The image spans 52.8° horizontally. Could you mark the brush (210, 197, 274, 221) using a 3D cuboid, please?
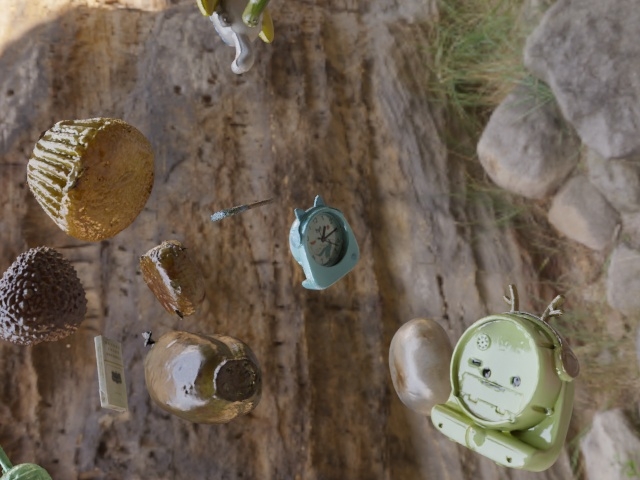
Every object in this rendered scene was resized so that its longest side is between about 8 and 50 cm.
[{"bbox_3d":[-0.182,-0.080,1.589,0.196,0.070,0.021,-19,-87,-47],"label":"brush"}]

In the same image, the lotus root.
[{"bbox_3d":[-0.162,0.185,0.875,0.241,0.124,0.122,0,91,58],"label":"lotus root"}]

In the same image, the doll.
[{"bbox_3d":[-0.197,-0.517,1.462,0.252,0.111,0.237,60,-153,-16],"label":"doll"}]

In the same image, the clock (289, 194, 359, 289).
[{"bbox_3d":[0.000,0.000,2.047,0.224,0.094,0.274,-33,-71,-37],"label":"clock"}]

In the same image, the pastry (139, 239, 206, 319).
[{"bbox_3d":[-0.391,0.094,1.692,0.100,0.218,0.229,-33,-31,-31],"label":"pastry"}]

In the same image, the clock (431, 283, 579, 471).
[{"bbox_3d":[0.334,0.229,1.145,0.235,0.096,0.307,12,83,55],"label":"clock"}]

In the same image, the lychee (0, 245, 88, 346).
[{"bbox_3d":[-0.756,0.147,1.740,0.271,0.272,0.271,2,-90,-87],"label":"lychee"}]

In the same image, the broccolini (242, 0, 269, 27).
[{"bbox_3d":[-0.039,-0.459,1.107,0.392,0.079,0.073,-22,81,63],"label":"broccolini"}]

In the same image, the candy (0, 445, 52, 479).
[{"bbox_3d":[-0.750,0.456,1.467,0.119,0.440,0.119,-39,-24,-20],"label":"candy"}]

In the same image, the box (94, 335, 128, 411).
[{"bbox_3d":[-0.490,0.312,1.512,0.090,0.024,0.166,58,-165,-65],"label":"box"}]

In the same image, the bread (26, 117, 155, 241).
[{"bbox_3d":[-0.400,-0.111,1.157,0.240,0.139,0.240,-56,-23,-39],"label":"bread"}]

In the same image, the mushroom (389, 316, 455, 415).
[{"bbox_3d":[0.253,0.290,1.490,0.226,0.178,0.226,177,90,-86],"label":"mushroom"}]
